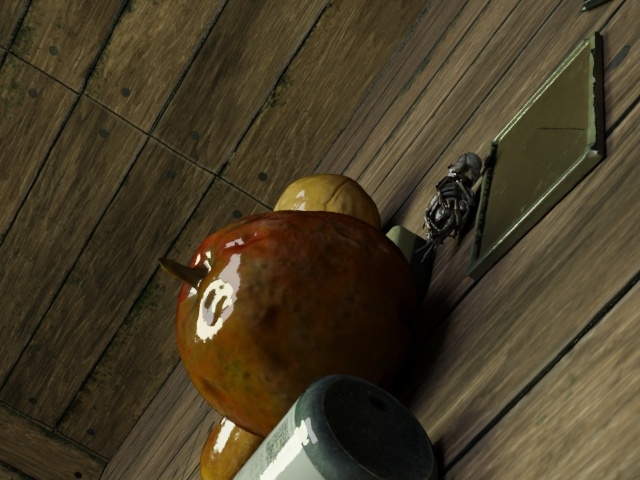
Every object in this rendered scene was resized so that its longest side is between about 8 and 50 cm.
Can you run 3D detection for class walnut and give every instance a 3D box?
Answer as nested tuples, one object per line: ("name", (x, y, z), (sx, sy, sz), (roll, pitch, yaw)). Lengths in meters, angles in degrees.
("walnut", (0.000, 0.000, 1.470), (0.225, 0.193, 0.193), (-62, 9, 0))
("walnut", (-0.098, 0.273, 1.293), (0.207, 0.116, 0.116), (-57, 9, 3))

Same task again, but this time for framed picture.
("framed picture", (0.241, -0.103, 1.013), (0.209, 0.019, 0.281), (-50, 12, 40))

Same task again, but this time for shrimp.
("shrimp", (0.158, -0.038, 1.111), (0.165, 0.056, 0.065), (-67, 5, -33))

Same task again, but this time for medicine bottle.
("medicine bottle", (-0.029, 0.265, 0.833), (0.293, 0.141, 0.141), (-53, 10, 26))

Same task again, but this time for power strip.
("power strip", (0.050, 0.098, 1.211), (0.256, 0.070, 0.105), (-53, 10, 36))

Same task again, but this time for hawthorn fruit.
("hawthorn fruit", (-0.048, 0.085, 1.010), (0.277, 0.298, 0.277), (-47, 27, 32))

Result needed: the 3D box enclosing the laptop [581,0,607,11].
("laptop", (0.382, -0.346, 1.082), (0.129, 0.016, 0.180), (-59, 10, -3))
